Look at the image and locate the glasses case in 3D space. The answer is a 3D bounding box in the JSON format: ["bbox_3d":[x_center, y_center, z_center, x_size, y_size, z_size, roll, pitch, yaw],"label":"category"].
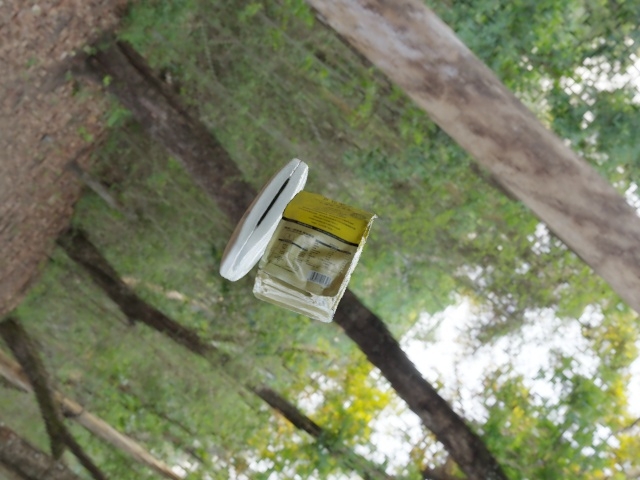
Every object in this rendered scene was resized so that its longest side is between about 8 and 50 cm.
[{"bbox_3d":[-0.073,-0.030,1.173,0.204,0.051,0.081,-59,-178,-38],"label":"glasses case"}]

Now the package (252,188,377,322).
[{"bbox_3d":[0.000,0.000,0.718,0.047,0.071,0.131,99,15,-48],"label":"package"}]
